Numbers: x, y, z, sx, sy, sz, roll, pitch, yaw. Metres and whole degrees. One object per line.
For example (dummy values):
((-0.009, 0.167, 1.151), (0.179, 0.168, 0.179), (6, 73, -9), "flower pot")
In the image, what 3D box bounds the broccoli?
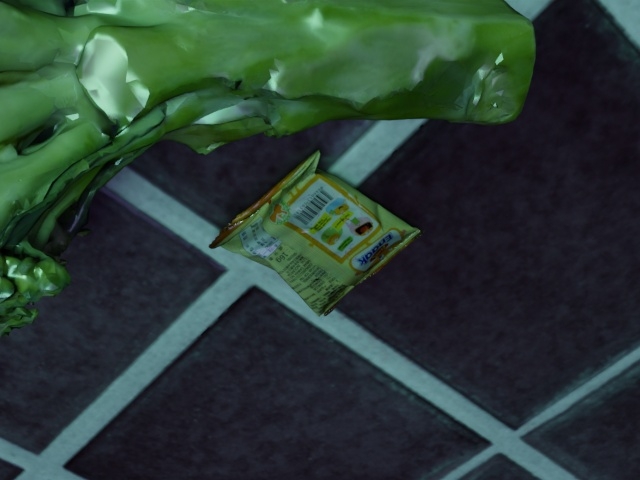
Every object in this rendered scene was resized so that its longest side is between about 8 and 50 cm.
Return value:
((-0.075, -0.074, 0.393), (0.361, 0.221, 0.252), (13, 104, -19), "broccoli")

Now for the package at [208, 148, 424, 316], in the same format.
((-0.002, -0.001, 0.522), (0.120, 0.031, 0.108), (35, 117, -28), "package")
